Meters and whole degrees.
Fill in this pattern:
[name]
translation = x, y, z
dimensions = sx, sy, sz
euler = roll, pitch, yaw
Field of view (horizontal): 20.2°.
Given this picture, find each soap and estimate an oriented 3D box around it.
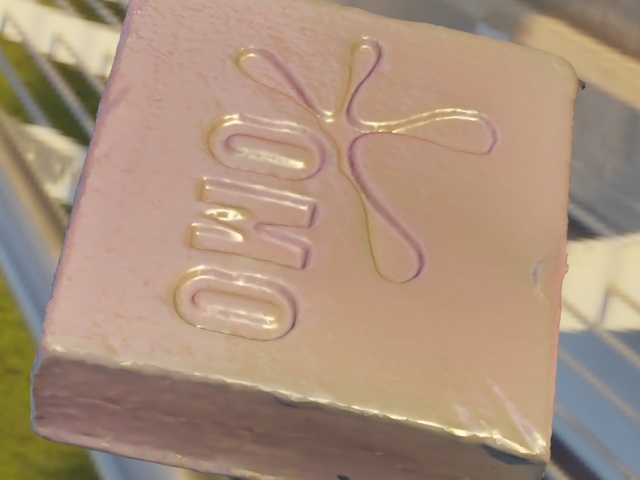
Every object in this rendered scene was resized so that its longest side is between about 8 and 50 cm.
[soap]
translation = 0.000, 0.000, 1.044
dimensions = 0.107, 0.285, 0.296
euler = 107, 172, -53
